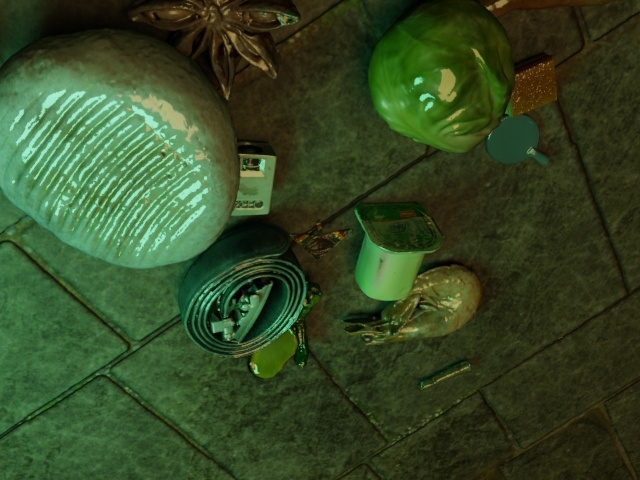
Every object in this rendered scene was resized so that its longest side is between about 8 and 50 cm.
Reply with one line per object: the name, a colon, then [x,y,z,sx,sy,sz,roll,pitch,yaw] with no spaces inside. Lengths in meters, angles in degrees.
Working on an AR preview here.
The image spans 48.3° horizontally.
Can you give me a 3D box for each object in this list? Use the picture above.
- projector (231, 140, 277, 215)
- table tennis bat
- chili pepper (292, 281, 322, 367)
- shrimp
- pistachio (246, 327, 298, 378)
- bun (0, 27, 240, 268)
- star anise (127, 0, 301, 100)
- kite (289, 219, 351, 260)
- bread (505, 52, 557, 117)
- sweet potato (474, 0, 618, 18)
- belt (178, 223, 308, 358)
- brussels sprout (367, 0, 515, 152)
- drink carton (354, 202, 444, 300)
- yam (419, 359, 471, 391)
projector: [-0.155,-0.104,1.176,0.147,0.061,0.115,-1,124,-19]
table tennis bat: [0.377,-0.183,1.344,0.155,0.019,0.100,24,112,-29]
chili pepper: [-0.039,0.157,1.388,0.050,0.073,0.182,-21,128,-40]
shrimp: [0.193,0.134,1.464,0.317,0.077,0.168,-10,116,-18]
pistachio: [-0.095,0.204,1.396,0.089,0.049,0.173,41,127,2]
bun: [-0.275,-0.130,0.998,0.362,0.211,0.362,1,125,2]
star anise: [-0.139,-0.331,1.003,0.223,0.109,0.236,23,129,-7]
kite: [0.000,0.000,1.338,0.122,0.004,0.090,-9,125,-14]
bread: [0.369,-0.275,1.267,0.094,0.035,0.090,-23,127,-4]
sweet potato: [0.435,-0.427,1.151,0.385,0.109,0.109,-14,127,4]
belt: [-0.135,0.085,1.279,0.206,0.116,0.267,26,114,-35]
brussels sprout: [0.194,-0.259,1.117,0.244,0.244,0.244,-10,125,-14]
drink carton: [0.133,0.028,1.326,0.146,0.144,0.142,-1,129,-19]
yam: [0.283,0.310,1.634,0.129,0.027,0.033,-23,158,-6]
